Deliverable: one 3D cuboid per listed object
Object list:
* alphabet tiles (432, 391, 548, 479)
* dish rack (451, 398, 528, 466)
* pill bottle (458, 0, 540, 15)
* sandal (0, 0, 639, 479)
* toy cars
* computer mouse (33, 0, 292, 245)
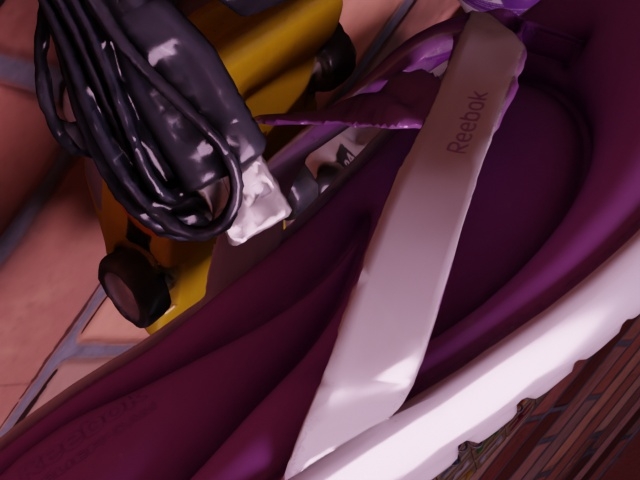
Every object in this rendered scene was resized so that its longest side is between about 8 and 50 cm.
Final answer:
[{"bbox_3d":[0.213,0.201,1.629,0.342,0.011,0.285,-46,159,-9],"label":"alphabet tiles"},{"bbox_3d":[0.173,0.134,1.349,0.208,0.074,0.272,-29,151,-41],"label":"dish rack"},{"bbox_3d":[0.112,-0.154,0.687,0.108,0.108,0.193,-51,159,4],"label":"pill bottle"},{"bbox_3d":[0.008,0.005,0.486,0.416,0.169,0.102,-43,124,-11],"label":"sandal"},{"bbox_3d":[-0.020,-0.041,0.660,0.176,0.087,0.393,-49,163,12],"label":"toy cars"},{"bbox_3d":[0.006,-0.141,0.447,0.072,0.188,0.272,-4,-147,50],"label":"computer mouse"}]
